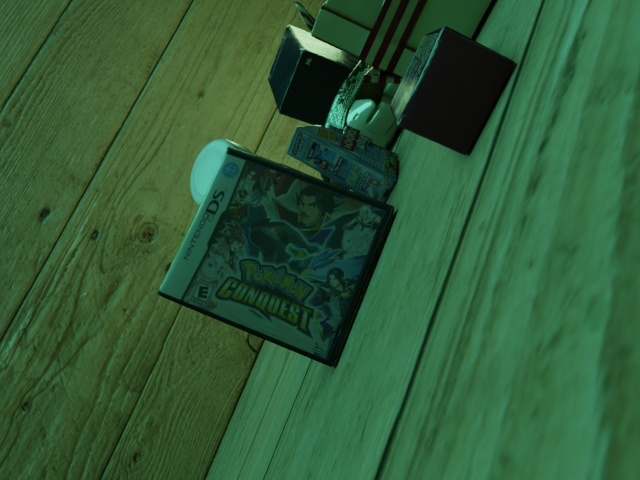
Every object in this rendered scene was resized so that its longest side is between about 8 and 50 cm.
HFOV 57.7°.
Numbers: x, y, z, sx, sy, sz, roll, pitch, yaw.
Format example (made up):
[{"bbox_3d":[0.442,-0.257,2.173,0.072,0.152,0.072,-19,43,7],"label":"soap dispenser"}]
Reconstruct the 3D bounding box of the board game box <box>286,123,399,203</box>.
[{"bbox_3d":[0.045,-0.162,1.065,0.194,0.194,0.060,-73,8,-59],"label":"board game box"}]

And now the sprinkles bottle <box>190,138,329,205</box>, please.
[{"bbox_3d":[-0.066,-0.079,1.080,0.121,0.355,0.121,-12,72,39],"label":"sprinkles bottle"}]

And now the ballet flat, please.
[{"bbox_3d":[0.142,-0.335,1.271,0.483,0.164,0.182,-65,24,-5],"label":"ballet flat"}]

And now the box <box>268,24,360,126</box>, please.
[{"bbox_3d":[0.030,-0.423,1.586,0.294,0.296,0.183,-109,39,-58],"label":"box"}]

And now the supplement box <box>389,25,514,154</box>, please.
[{"bbox_3d":[0.138,-0.171,0.653,0.188,0.080,0.104,-76,11,-72],"label":"supplement box"}]

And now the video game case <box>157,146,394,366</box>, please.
[{"bbox_3d":[-0.063,0.017,0.852,0.035,0.274,0.248,78,-147,-73],"label":"video game case"}]

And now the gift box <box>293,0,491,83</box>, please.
[{"bbox_3d":[0.122,-0.398,0.916,0.255,0.276,0.258,-62,-3,-58],"label":"gift box"}]
